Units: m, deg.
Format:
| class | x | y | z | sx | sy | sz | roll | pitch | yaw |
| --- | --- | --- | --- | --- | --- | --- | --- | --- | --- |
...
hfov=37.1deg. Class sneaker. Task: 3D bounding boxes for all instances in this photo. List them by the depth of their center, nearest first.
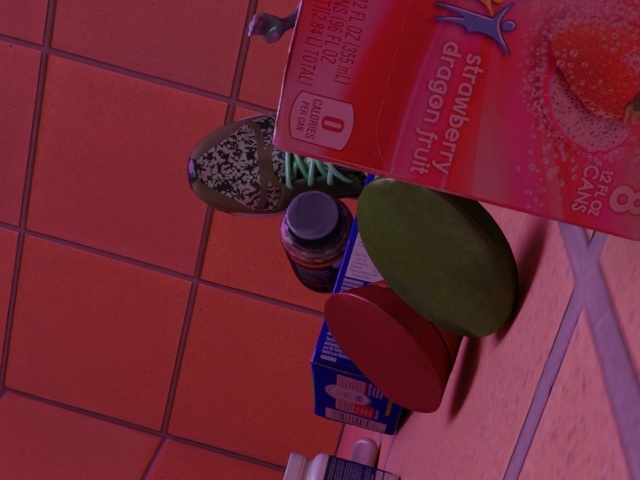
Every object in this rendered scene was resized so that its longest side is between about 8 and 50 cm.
| class | x | y | z | sx | sy | sz | roll | pitch | yaw |
| --- | --- | --- | --- | --- | --- | --- | --- | --- | --- |
| sneaker | 0.020 | -0.120 | 1.340 | 0.182 | 0.410 | 0.158 | 160 | 105 | -77 |

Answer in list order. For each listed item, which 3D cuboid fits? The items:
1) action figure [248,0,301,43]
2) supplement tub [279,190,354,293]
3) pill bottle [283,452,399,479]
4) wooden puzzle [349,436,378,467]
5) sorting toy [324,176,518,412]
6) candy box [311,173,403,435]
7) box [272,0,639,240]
| class | x | y | z | sx | sy | sz | roll | pitch | yaw |
| --- | --- | --- | --- | --- | --- | --- | --- | --- | --- |
| action figure | 0.082 | -0.328 | 1.296 | 0.370 | 0.248 | 0.275 | -49 | 9 | 45 |
| supplement tub | 0.000 | 0.000 | 1.332 | 0.198 | 0.106 | 0.106 | 72 | -147 | -70 |
| pill bottle | 0.019 | 0.269 | 1.029 | 0.067 | 0.120 | 0.067 | 16 | -90 | -88 |
| wooden puzzle | -0.005 | 0.498 | 1.378 | 0.348 | 0.081 | 0.322 | -69 | -6 | -65 |
| sorting toy | 0.106 | -0.007 | 0.667 | 0.126 | 0.127 | 0.365 | -39 | -18 | -27 |
| candy box | 0.085 | 0.053 | 1.181 | 0.268 | 0.122 | 0.317 | 90 | -163 | -67 |
| box | 0.094 | -0.172 | 0.375 | 0.142 | 0.154 | 0.300 | -65 | -11 | -71 |
